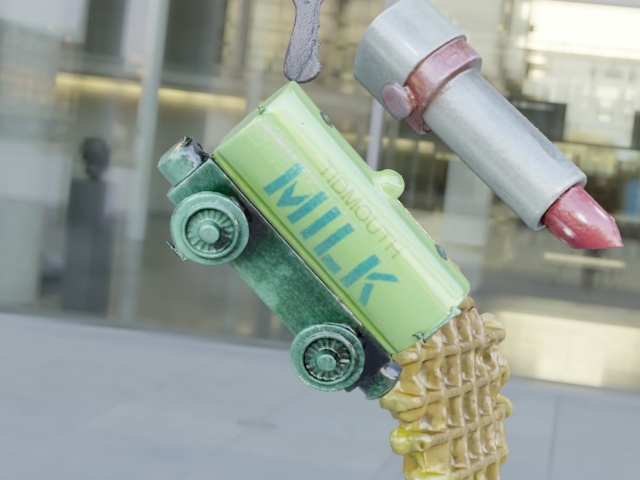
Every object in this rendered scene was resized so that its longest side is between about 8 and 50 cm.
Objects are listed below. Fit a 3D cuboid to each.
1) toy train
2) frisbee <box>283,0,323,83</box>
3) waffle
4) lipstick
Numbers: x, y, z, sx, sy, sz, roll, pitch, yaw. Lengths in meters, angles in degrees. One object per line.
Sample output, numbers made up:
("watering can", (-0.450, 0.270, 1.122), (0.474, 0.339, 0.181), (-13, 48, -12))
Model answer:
("toy train", (0.000, 0.000, 1.122), (0.253, 0.157, 0.105), (49, 14, -10))
("frisbee", (0.003, -0.304, 1.794), (0.187, 0.211, 0.012), (-27, -26, 20))
("waffle", (0.115, 0.121, 1.336), (0.056, 0.253, 0.249), (-9, 30, 25))
("lipstick", (0.098, -0.055, 0.837), (0.057, 0.186, 0.063), (-34, -21, -25))
